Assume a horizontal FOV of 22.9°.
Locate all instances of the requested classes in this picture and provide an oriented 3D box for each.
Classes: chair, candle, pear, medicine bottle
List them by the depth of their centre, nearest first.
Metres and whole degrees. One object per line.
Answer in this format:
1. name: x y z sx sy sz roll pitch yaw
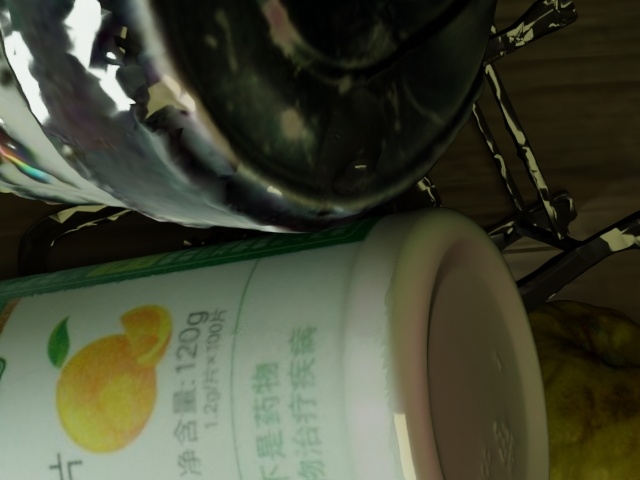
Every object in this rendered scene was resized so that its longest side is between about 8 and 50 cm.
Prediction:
1. candle: -0.106 -0.105 0.535 0.187 0.330 0.187 -12 106 -51
2. medicine bottle: -0.068 0.072 0.553 0.274 0.133 0.133 -10 103 26
3. chair: 0.000 0.000 0.614 0.229 0.113 0.106 -28 101 -7
4. pear: 0.090 0.106 0.624 0.149 0.149 0.162 12 100 -11
